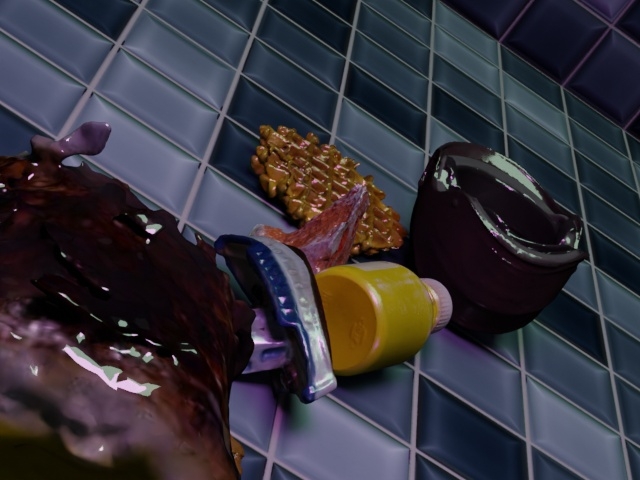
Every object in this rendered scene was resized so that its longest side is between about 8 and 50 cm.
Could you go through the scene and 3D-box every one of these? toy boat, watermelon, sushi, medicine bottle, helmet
[{"bbox_3d":[-0.062,0.079,1.587,0.115,0.114,0.262,-4,39,-11],"label":"toy boat"},{"bbox_3d":[0.003,0.023,1.748,0.121,0.158,0.098,62,20,-13],"label":"watermelon"},{"bbox_3d":[-0.206,0.107,1.117,0.299,0.281,0.294,46,21,-18],"label":"sushi"},{"bbox_3d":[0.073,0.084,1.734,0.122,0.122,0.212,48,25,21],"label":"medicine bottle"},{"bbox_3d":[0.215,0.008,2.002,0.225,0.177,0.305,25,20,-9],"label":"helmet"}]

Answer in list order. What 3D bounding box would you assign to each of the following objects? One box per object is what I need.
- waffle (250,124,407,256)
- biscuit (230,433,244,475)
[{"bbox_3d":[0.010,-0.063,1.994,0.231,0.051,0.229,7,38,-50],"label":"waffle"},{"bbox_3d":[-0.110,0.188,1.425,0.092,0.016,0.082,23,28,-33],"label":"biscuit"}]
